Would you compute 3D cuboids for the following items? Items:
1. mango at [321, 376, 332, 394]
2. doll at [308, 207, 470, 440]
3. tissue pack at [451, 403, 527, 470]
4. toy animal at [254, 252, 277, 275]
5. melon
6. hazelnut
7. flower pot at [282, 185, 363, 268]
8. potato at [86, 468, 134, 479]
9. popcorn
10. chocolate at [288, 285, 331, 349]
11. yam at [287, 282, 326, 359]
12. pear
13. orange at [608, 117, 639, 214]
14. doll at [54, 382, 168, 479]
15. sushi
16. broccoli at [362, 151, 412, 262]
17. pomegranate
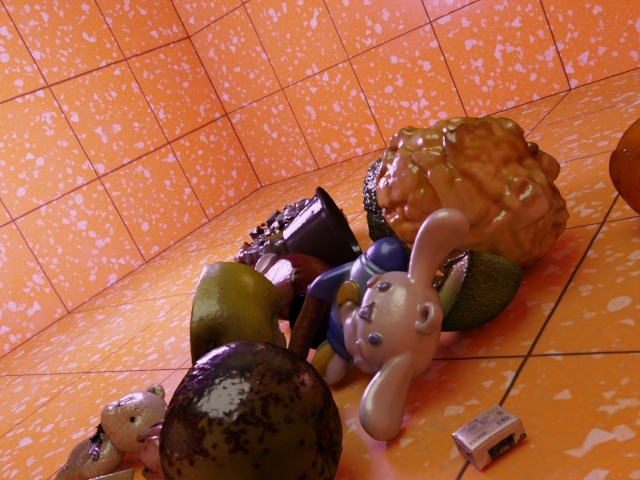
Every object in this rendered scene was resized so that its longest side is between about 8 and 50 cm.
[{"bbox_3d":[-0.083,0.273,1.159,0.221,0.151,0.120,7,58,27],"label":"mango"},{"bbox_3d":[0.096,0.130,1.173,0.376,0.187,0.365,-52,17,-17],"label":"doll"},{"bbox_3d":[0.230,0.268,0.896,0.083,0.042,0.062,-29,16,-13],"label":"tissue pack"},{"bbox_3d":[-0.179,0.124,1.827,0.221,0.103,0.131,-51,-21,-13],"label":"toy animal"},{"bbox_3d":[0.279,0.111,1.224,0.169,0.129,0.265,7,-16,-16],"label":"melon"},{"bbox_3d":[-0.045,0.124,1.662,0.212,0.181,0.181,-6,52,55],"label":"hazelnut"},{"bbox_3d":[0.000,0.000,1.815,0.166,0.269,0.269,-28,14,10],"label":"flower pot"},{"bbox_3d":[-0.421,0.488,1.213,0.120,0.081,0.149,2,-26,-42],"label":"potato"},{"bbox_3d":[0.307,-0.080,1.352,0.390,0.354,0.344,-2,13,10],"label":"popcorn"},{"bbox_3d":[0.024,0.164,1.431,0.176,0.177,0.177,-24,14,6],"label":"chocolate"},{"bbox_3d":[-0.034,0.185,1.328,0.056,0.241,0.057,17,21,-7],"label":"yam"},{"bbox_3d":[-0.168,0.209,1.370,0.176,0.287,0.282,-4,16,4],"label":"pear"},{"bbox_3d":[0.688,-0.146,1.250,0.240,0.240,0.240,-24,14,6],"label":"orange"},{"bbox_3d":[-0.444,0.414,1.361,0.278,0.149,0.175,-36,46,8],"label":"doll"},{"bbox_3d":[-0.097,0.010,2.088,0.417,0.176,0.417,-24,17,8],"label":"sushi"},{"bbox_3d":[0.263,-0.117,1.733,0.310,0.321,0.413,-27,-5,-44],"label":"broccoli"},{"bbox_3d":[-0.140,0.293,0.959,0.340,0.285,0.285,-12,19,28],"label":"pomegranate"}]
